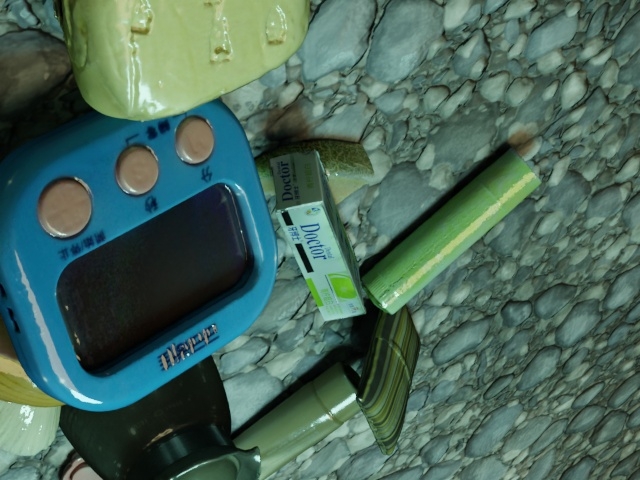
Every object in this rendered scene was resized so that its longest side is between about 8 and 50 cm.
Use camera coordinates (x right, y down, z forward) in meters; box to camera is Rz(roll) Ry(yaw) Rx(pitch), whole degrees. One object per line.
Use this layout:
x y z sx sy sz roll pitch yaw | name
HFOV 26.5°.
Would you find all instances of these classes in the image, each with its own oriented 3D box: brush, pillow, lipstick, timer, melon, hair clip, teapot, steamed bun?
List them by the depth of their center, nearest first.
-0.139 -0.261 1.350 0.273 0.166 0.232 -29 132 -22 | steamed bun
-0.210 0.005 1.505 0.340 0.115 0.309 -32 116 -34 | timer
-0.391 0.135 1.580 0.266 0.174 0.166 17 128 -41 | brush
-0.021 -0.088 1.758 0.182 0.054 0.098 10 139 -46 | melon
-0.230 0.275 1.763 0.305 0.285 0.223 -13 138 -33 | teapot
-0.309 0.336 1.988 0.138 0.102 0.123 29 110 -18 | hair clip
0.189 -0.010 1.994 0.304 0.076 0.076 -41 145 5 | lipstick
0.109 0.199 2.097 0.212 0.052 0.208 63 40 -54 | pillow

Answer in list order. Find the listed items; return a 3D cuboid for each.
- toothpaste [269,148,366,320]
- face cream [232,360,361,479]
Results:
0.000 0.000 1.791 0.067 0.081 0.336 -12 152 6 | toothpaste
-0.076 0.319 2.138 0.341 0.084 0.137 -38 143 11 | face cream
